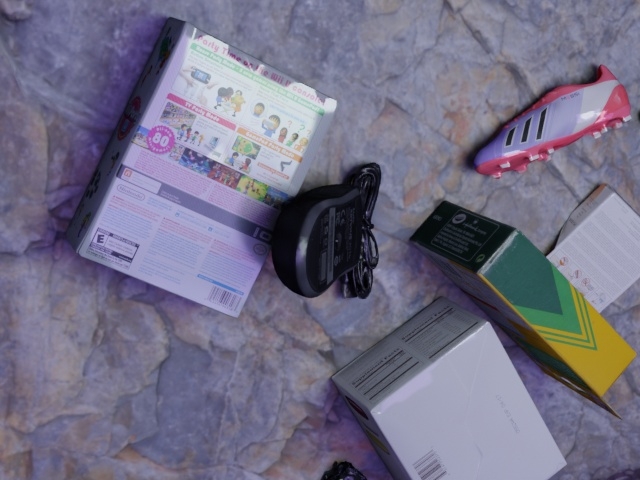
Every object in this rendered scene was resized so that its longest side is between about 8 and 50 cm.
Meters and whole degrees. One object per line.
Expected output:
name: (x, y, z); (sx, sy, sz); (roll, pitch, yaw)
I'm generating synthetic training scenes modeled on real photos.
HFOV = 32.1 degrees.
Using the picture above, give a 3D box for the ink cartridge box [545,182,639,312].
ink cartridge box: (0.406, 0.025, 1.651); (0.179, 0.045, 0.145); (-44, 115, 14)

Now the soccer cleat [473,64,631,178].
soccer cleat: (0.316, -0.164, 1.553); (0.248, 0.083, 0.095); (-23, 80, -9)

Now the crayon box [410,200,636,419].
crayon box: (0.290, 0.091, 1.524); (0.083, 0.203, 0.323); (-48, 114, -5)

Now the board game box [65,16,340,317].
board game box: (-0.146, -0.088, 1.379); (0.224, 0.097, 0.303); (25, 94, -25)

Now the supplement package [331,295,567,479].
supplement package: (0.178, 0.252, 1.550); (0.204, 0.145, 0.262); (-35, 111, -10)

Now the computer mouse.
computer mouse: (0.000, 0.000, 1.406); (0.072, 0.272, 0.189); (9, 101, 21)

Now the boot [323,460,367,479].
boot: (0.036, 0.379, 1.584); (0.099, 0.045, 0.121); (-45, 112, -9)
